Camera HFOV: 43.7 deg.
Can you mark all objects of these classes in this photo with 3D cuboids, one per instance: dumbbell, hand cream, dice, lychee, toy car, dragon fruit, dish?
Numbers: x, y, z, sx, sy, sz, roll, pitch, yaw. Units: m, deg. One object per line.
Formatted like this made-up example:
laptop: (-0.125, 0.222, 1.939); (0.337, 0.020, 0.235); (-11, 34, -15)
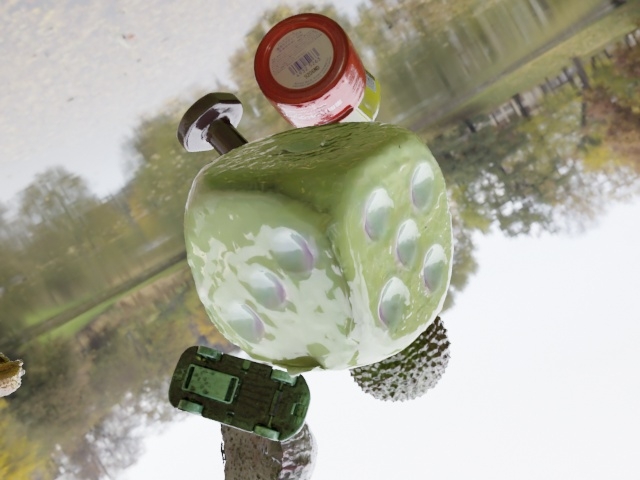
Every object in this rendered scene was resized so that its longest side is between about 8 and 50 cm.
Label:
dumbbell: (-0.145, -0.155, 1.442); (0.140, 0.225, 0.124); (-15, 148, -54)
hand cream: (-0.019, -0.309, 1.467); (0.193, 0.193, 0.125); (-30, 158, 9)
dice: (0.000, 0.000, 0.982); (0.252, 0.249, 0.254); (2, -157, 36)
lychee: (0.112, 0.155, 1.130); (0.171, 0.171, 0.171); (-30, -178, 1)
toy car: (-0.153, 0.310, 1.604); (0.306, 0.136, 0.125); (11, 165, 21)
dragon fruit: (-0.096, 0.498, 1.858); (0.204, 0.282, 0.221); (-13, 162, 33)
dish: (0.043, -0.314, 1.887); (0.221, 0.108, 0.262); (-29, 147, 8)

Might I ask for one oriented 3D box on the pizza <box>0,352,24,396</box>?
pizza: (-0.616, 0.210, 1.347); (0.251, 0.074, 0.287); (3, -161, 1)
